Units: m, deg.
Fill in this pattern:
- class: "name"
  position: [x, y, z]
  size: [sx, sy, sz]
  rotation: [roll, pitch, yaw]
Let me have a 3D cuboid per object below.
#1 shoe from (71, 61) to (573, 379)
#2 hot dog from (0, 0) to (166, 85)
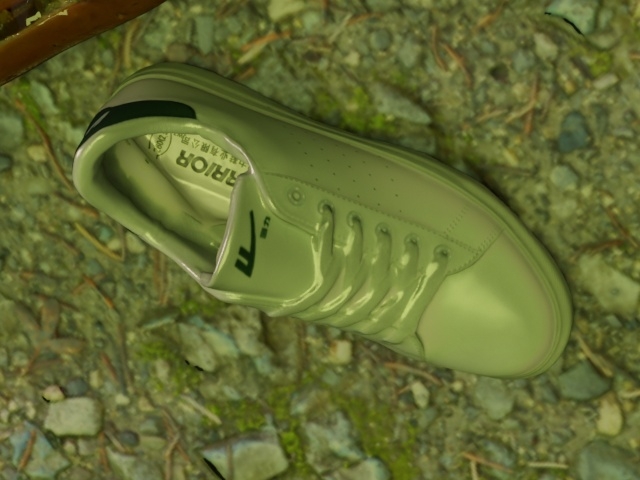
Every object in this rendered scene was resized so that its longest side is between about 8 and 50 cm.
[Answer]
- class: "shoe"
  position: [0.000, 0.000, 1.032]
  size: [0.363, 0.160, 0.131]
  rotation: [28, 112, 4]
- class: "hot dog"
  position: [-0.154, -0.210, 1.033]
  size: [0.337, 0.100, 0.135]
  rotation: [-24, 99, 19]
